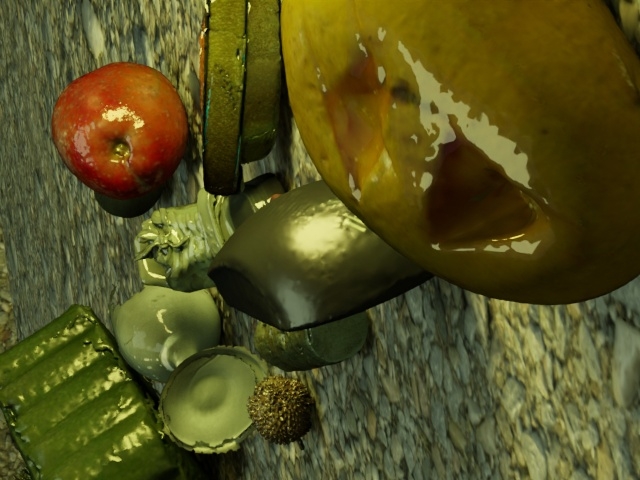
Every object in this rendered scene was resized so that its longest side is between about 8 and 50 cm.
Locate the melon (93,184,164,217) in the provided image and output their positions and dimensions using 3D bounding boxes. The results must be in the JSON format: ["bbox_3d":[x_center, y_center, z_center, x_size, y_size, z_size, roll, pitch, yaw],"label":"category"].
[{"bbox_3d":[-0.252,-0.083,2.350,0.130,0.098,0.098,122,134,-58],"label":"melon"}]

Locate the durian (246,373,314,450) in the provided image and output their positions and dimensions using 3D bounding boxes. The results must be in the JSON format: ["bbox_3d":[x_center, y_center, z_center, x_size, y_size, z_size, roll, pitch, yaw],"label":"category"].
[{"bbox_3d":[-0.039,0.188,1.936,0.091,0.080,0.080,61,161,1],"label":"durian"}]

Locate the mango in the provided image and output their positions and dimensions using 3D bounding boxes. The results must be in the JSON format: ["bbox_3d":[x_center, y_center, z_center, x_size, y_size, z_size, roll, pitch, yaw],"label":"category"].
[{"bbox_3d":[0.108,-0.096,1.182,0.365,0.182,0.253,41,138,44],"label":"mango"}]

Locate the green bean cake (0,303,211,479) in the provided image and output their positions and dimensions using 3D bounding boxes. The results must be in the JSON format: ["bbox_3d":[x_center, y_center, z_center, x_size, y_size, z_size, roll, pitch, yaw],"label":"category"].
[{"bbox_3d":[-0.291,0.286,2.366,0.335,0.218,0.319,50,172,44],"label":"green bean cake"}]

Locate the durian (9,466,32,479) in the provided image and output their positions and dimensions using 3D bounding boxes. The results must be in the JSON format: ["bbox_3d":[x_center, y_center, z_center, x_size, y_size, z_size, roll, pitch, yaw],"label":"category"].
[{"bbox_3d":[-0.404,0.371,2.442,0.100,0.086,0.215,52,177,-26],"label":"durian"}]

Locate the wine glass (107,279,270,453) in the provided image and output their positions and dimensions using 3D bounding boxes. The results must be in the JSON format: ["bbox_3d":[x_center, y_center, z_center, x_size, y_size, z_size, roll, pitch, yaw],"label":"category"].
[{"bbox_3d":[-0.169,0.132,2.173,0.321,0.143,0.143,-137,39,-60],"label":"wine glass"}]

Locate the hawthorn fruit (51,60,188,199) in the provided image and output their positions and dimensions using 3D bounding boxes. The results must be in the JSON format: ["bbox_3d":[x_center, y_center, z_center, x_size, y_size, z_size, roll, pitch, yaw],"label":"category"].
[{"bbox_3d":[-0.241,-0.130,2.188,0.173,0.173,0.173,168,90,-72],"label":"hawthorn fruit"}]

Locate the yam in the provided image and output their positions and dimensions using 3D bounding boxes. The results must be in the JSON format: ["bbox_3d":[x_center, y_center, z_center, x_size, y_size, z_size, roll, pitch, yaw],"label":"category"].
[{"bbox_3d":[-0.008,0.091,1.774,0.179,0.078,0.078,160,98,-69],"label":"yam"}]

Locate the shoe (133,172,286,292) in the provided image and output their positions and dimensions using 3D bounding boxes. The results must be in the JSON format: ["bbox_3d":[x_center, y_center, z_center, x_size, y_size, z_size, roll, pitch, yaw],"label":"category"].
[{"bbox_3d":[-0.129,0.003,1.958,0.293,0.149,0.109,146,113,-71],"label":"shoe"}]

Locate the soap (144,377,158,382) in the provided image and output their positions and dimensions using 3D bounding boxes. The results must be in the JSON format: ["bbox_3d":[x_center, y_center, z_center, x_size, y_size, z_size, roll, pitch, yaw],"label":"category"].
[{"bbox_3d":[-0.227,0.155,2.516,0.252,0.037,0.092,170,87,-71],"label":"soap"}]

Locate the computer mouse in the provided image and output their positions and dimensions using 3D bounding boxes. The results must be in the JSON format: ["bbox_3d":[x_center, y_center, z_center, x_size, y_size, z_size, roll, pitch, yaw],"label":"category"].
[{"bbox_3d":[0.000,0.000,1.536,0.269,0.170,0.100,10,120,71],"label":"computer mouse"}]

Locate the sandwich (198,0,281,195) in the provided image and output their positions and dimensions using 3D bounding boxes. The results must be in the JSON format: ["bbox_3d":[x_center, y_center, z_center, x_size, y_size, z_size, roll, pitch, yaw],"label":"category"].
[{"bbox_3d":[-0.084,-0.161,1.831,0.159,0.079,0.235,-131,42,-81],"label":"sandwich"}]
